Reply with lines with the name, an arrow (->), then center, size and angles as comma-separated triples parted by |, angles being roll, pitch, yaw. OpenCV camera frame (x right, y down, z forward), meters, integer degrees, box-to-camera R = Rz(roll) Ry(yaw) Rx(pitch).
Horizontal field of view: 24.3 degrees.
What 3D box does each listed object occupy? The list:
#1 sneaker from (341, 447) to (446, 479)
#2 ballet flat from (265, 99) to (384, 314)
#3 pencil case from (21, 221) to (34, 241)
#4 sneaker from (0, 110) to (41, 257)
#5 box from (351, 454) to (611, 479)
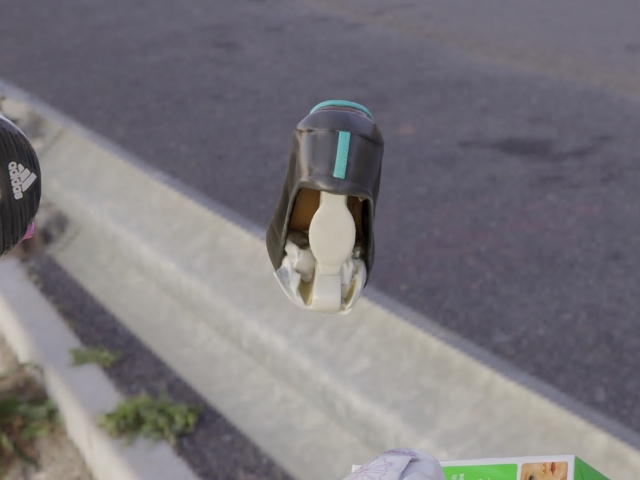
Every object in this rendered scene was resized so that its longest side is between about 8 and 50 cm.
sneaker -> 0.004, 0.184, 0.789 | 0.114, 0.152, 0.305 | -13, -18, 34
ballet flat -> 0.000, 0.000, 1.229 | 0.095, 0.280, 0.096 | 2, 58, 1
pencil case -> -0.421, -0.002, 1.614 | 0.209, 0.098, 0.095 | -27, -1, 1
sneaker -> -0.450, -0.036, 1.089 | 0.448, 0.169, 0.257 | -13, 28, -20
box -> 0.136, 0.333, 1.305 | 0.231, 0.261, 0.127 | -7, -28, 32
